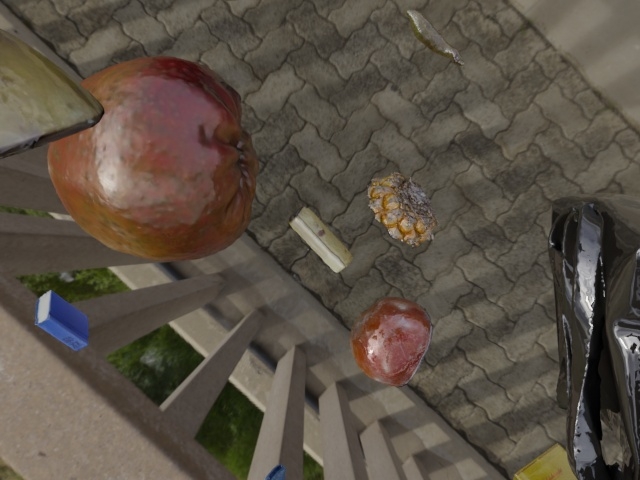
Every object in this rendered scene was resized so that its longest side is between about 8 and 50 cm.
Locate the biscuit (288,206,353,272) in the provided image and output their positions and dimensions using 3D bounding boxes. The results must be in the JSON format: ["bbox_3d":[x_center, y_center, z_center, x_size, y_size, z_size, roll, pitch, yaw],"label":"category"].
[{"bbox_3d":[0.000,0.000,1.181,0.188,0.056,0.052,46,131,-12],"label":"biscuit"}]

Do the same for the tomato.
[{"bbox_3d":[0.152,0.237,1.161,0.155,0.181,0.213,18,95,-25],"label":"tomato"}]

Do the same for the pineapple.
[{"bbox_3d":[0.205,-0.083,1.143,0.224,0.225,0.076,48,130,0],"label":"pineapple"}]

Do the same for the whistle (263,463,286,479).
[{"bbox_3d":[-0.113,0.482,0.886,0.091,0.090,0.157,3,103,-1],"label":"whistle"}]

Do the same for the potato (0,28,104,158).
[{"bbox_3d":[-0.330,-0.108,0.355,0.300,0.239,0.115,-16,113,-15],"label":"potato"}]

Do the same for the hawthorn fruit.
[{"bbox_3d":[-0.322,-0.150,0.911,0.404,0.403,0.401,0,89,-1],"label":"hawthorn fruit"}]

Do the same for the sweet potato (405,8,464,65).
[{"bbox_3d":[0.219,-0.388,0.928,0.153,0.041,0.038,43,118,-1],"label":"sweet potato"}]

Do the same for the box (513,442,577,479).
[{"bbox_3d":[0.352,0.364,0.651,0.087,0.155,0.023,-29,134,-12],"label":"box"}]

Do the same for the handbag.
[{"bbox_3d":[0.279,0.088,0.450,0.114,0.285,0.256,1,102,15],"label":"handbag"}]

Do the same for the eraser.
[{"bbox_3d":[-0.401,0.126,0.748,0.027,0.063,0.084,-30,135,0],"label":"eraser"}]
